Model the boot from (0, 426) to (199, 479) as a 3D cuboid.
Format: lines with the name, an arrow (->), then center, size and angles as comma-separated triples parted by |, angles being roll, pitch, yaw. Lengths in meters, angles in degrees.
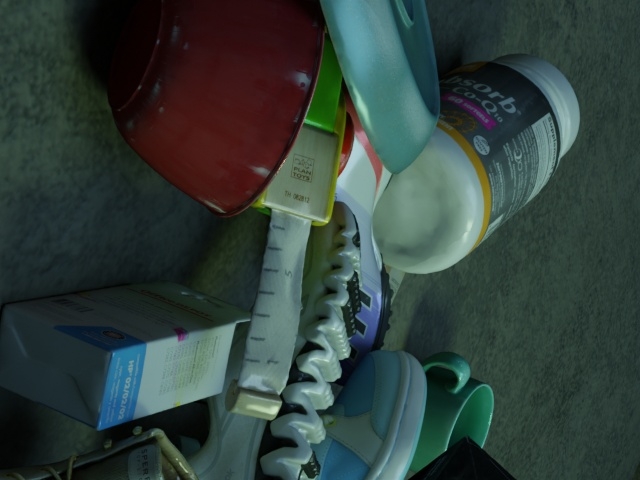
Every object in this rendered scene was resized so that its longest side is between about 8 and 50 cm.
boot -> -0.183, 0.171, 0.825 | 0.213, 0.165, 0.077 | 47, 27, -64

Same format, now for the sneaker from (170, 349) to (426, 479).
sneaker -> -0.045, 0.190, 1.071 | 0.319, 0.208, 0.127 | -62, -172, -31

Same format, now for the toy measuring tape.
toy measuring tape -> -0.044, -0.026, 0.955 | 0.121, 0.121, 0.330 | 39, 57, -60

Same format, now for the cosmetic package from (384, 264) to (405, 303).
cosmetic package -> 0.057, 0.035, 1.302 | 0.115, 0.041, 0.060 | -66, 152, -8

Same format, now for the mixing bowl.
mixing bowl -> -0.085, -0.115, 0.857 | 0.098, 0.181, 0.181 | 17, 93, -27

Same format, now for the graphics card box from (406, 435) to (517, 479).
graphics card box -> 0.037, 0.360, 1.228 | 0.233, 0.094, 0.371 | -45, 177, -38

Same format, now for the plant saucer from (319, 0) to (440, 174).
plant saucer -> 0.040, -0.209, 0.945 | 0.317, 0.043, 0.318 | -13, 90, -77

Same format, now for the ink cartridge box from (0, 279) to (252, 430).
ink cartridge box -> -0.137, 0.079, 0.917 | 0.181, 0.104, 0.062 | -8, 114, -58

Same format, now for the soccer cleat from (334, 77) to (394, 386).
soccer cleat -> 0.000, 0.000, 1.136 | 0.116, 0.108, 0.318 | -17, 124, -35

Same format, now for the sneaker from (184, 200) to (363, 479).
sneaker -> -0.038, 0.093, 0.995 | 0.110, 0.118, 0.292 | 80, 24, -63

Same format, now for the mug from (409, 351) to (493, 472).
mug -> 0.140, 0.205, 1.493 | 0.129, 0.097, 0.158 | 10, 97, -61

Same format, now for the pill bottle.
pill bottle -> 0.148, -0.090, 1.261 | 0.278, 0.162, 0.162 | -36, 136, -48
